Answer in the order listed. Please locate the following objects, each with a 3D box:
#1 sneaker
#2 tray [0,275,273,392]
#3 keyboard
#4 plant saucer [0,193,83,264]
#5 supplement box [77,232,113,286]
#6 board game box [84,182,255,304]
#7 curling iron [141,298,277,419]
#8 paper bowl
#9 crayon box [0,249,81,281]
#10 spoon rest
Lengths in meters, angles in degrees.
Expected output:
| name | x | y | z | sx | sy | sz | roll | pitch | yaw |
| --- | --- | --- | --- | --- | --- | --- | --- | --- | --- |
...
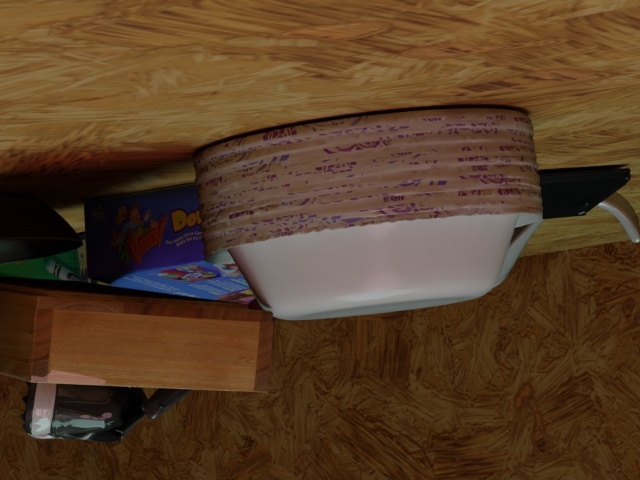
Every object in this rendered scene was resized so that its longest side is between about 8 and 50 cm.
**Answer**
| name | x | y | z | sx | sy | sz | roll | pitch | yaw |
| --- | --- | --- | --- | --- | --- | --- | --- | --- | --- |
| sneaker | -0.212 | 0.151 | 1.768 | 0.106 | 0.078 | 0.234 | 7 | 177 | -2 |
| tray | -0.224 | 0.074 | 1.672 | 0.203 | 0.076 | 0.411 | 5 | 180 | -28 |
| keyboard | 0.176 | -0.038 | 2.140 | 0.317 | 0.033 | 0.201 | -4 | 159 | -28 |
| plant saucer | -0.375 | -0.002 | 1.749 | 0.311 | 0.050 | 0.310 | -8 | 176 | -1 |
| supplement box | -0.246 | 0.034 | 2.192 | 0.083 | 0.083 | 0.056 | -4 | 175 | -41 |
| board game box | -0.053 | 0.011 | 1.935 | 0.233 | 0.078 | 0.347 | -8 | 168 | 21 |
| curling iron | -0.046 | 0.073 | 1.718 | 0.274 | 0.068 | 0.035 | -33 | 146 | -10 |
| paper bowl | 0.042 | -0.016 | 1.581 | 0.284 | 0.148 | 0.284 | -6 | 175 | -1 |
| crayon box | -0.412 | 0.042 | 2.049 | 0.165 | 0.081 | 0.278 | -10 | 175 | 38 |
| spoon rest | 0.241 | -0.005 | 2.306 | 0.276 | 0.084 | 0.137 | -17 | -153 | 13 |
